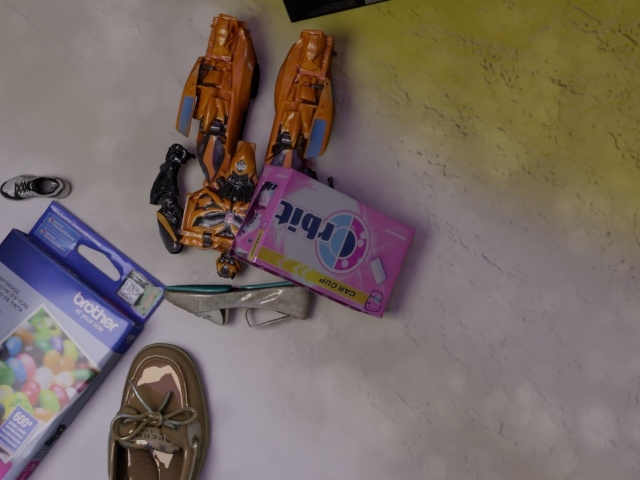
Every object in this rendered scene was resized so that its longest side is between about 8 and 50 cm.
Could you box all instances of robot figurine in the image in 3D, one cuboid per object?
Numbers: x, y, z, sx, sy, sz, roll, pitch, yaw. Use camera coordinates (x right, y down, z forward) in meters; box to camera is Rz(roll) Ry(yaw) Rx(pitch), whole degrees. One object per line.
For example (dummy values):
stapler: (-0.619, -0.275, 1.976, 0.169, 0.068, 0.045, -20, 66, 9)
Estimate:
robot figurine: (-0.082, -0.101, 1.470, 0.211, 0.085, 0.291, 10, 83, 7)

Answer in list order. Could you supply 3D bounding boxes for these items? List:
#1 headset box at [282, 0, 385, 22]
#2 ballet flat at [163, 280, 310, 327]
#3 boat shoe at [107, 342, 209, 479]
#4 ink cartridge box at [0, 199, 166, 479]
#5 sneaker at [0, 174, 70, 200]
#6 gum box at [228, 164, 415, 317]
headset box: (0.034, -0.424, 1.493, 0.218, 0.110, 0.293, -12, 81, 4)
ballet flat: (-0.095, 0.073, 1.463, 0.168, 0.057, 0.052, -2, 91, 5)
boat shoe: (-0.182, 0.253, 1.425, 0.105, 0.089, 0.285, 0, 82, 5)
ink cartridge box: (-0.338, 0.124, 1.474, 0.186, 0.065, 0.311, 37, 85, 8)
sneaker: (-0.335, -0.064, 1.510, 0.083, 0.037, 0.032, -4, 83, 6)
gum box: (0.000, 0.000, 1.409, 0.188, 0.062, 0.107, 25, 83, -31)
